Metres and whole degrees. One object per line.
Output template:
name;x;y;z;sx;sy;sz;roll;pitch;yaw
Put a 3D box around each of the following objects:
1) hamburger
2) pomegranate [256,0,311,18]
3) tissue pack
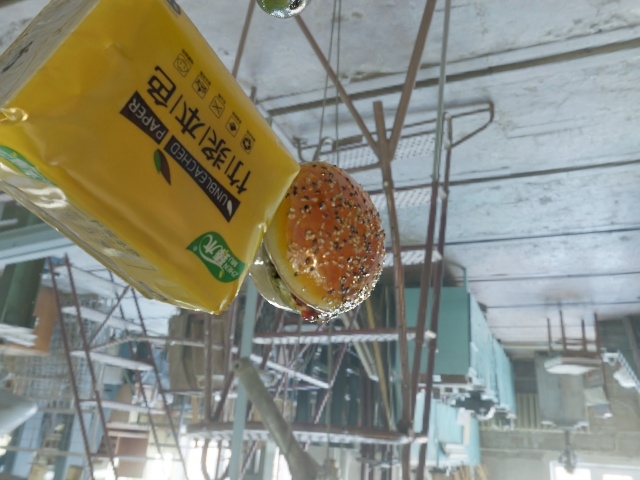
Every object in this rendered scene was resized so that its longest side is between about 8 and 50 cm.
hamburger;0.000;0.000;1.018;0.176;0.300;0.300;-13;154;44
pomegranate;-0.121;-0.739;1.561;0.210;0.179;0.179;38;161;10
tissue pack;-0.239;-0.117;0.744;0.228;0.293;0.382;3;147;36
